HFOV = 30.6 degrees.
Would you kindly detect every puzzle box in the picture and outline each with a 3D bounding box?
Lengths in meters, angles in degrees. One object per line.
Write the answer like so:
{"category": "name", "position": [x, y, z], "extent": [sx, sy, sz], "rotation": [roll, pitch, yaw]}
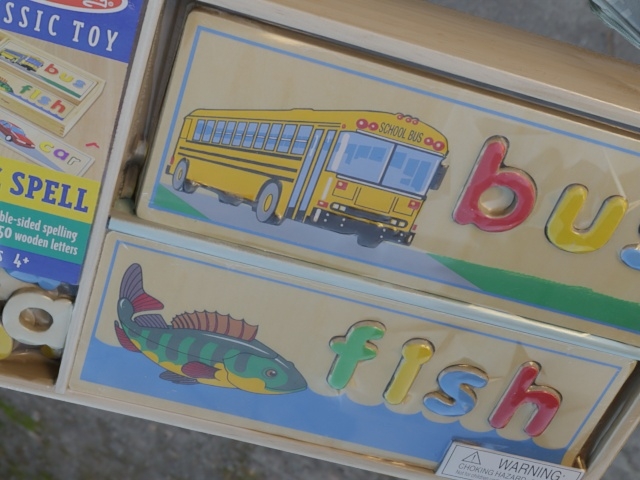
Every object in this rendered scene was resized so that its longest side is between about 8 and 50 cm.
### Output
{"category": "puzzle box", "position": [0.000, 0.000, 0.601], "extent": [0.409, 0.052, 0.272], "rotation": [14, 126, -9]}

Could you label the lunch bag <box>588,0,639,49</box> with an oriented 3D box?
{"category": "lunch bag", "position": [0.380, -0.310, 1.192], "extent": [0.213, 0.305, 0.256], "rotation": [-33, 92, 33]}
